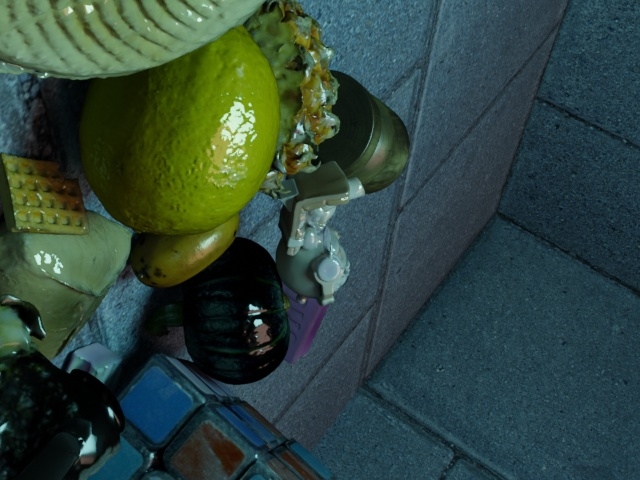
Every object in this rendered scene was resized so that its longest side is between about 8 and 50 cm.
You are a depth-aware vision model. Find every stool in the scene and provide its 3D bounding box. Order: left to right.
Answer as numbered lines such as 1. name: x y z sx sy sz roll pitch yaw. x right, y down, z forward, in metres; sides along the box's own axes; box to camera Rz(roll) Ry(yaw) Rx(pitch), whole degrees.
1. stool: 0.042 -0.181 1.614 0.179 0.179 0.264 -60 162 6

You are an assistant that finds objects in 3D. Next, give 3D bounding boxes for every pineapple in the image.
1. pineapple: -0.031 -0.194 1.346 0.286 0.209 0.344 -23 142 -62

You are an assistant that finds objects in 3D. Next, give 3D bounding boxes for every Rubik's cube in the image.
1. Rubik's cube: -0.221 0.419 1.487 0.363 0.359 0.362 -51 168 -2

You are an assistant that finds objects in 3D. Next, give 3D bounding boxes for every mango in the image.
1. mango: -0.196 0.005 1.363 0.178 0.090 0.115 -27 -164 -11

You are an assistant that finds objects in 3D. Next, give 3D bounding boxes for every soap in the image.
1. soap: -0.359 0.234 1.416 0.149 0.056 0.100 -64 164 16
2. soap: -0.055 0.151 1.991 0.065 0.122 0.203 -22 138 -63

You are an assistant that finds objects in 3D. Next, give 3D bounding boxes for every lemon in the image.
1. lemon: -0.162 -0.130 1.071 0.236 0.236 0.263 -42 138 -43

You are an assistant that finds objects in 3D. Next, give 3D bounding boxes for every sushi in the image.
1. sushi: -0.415 0.217 0.932 0.328 0.285 0.329 -39 176 -35

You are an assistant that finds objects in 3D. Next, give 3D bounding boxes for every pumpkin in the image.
1. pumpkin: -0.172 0.120 1.522 0.248 0.248 0.248 -50 160 -25

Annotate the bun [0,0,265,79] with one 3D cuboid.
1. bun: -0.179 -0.299 0.759 0.364 0.202 0.364 -24 162 -8

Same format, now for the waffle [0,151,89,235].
1. waffle: -0.314 -0.050 1.049 0.021 0.092 0.135 -17 174 19

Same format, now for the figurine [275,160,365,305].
1. figurine: -0.004 0.001 1.474 0.141 0.162 0.237 -9 120 -12

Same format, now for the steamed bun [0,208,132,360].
1. steamed bun: -0.328 0.056 1.133 0.231 0.110 0.212 -58 162 -10
